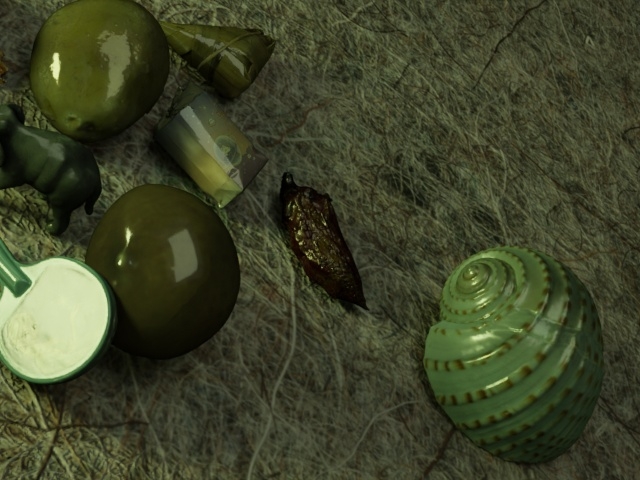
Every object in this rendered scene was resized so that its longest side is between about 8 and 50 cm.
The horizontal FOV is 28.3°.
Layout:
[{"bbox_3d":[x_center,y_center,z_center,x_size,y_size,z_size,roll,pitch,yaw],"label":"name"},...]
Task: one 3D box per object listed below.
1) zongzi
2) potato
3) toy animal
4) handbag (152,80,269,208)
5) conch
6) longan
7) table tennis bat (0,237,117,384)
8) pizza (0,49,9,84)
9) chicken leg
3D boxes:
[{"bbox_3d":[-0.165,-0.316,1.991,0.176,0.078,0.160,36,34,-6],"label":"zongzi"},{"bbox_3d":[-0.302,-0.237,1.734,0.178,0.160,0.235,3,59,8],"label":"potato"},{"bbox_3d":[-0.386,-0.108,1.555,0.269,0.137,0.082,35,41,-26],"label":"toy animal"},{"bbox_3d":[-0.166,-0.140,1.823,0.173,0.095,0.117,49,32,-9],"label":"handbag"},{"bbox_3d":[0.317,0.165,1.892,0.319,0.215,0.303,35,50,-12],"label":"conch"},{"bbox_3d":[-0.194,0.043,1.548,0.196,0.196,0.220,19,54,-30],"label":"longan"},{"bbox_3d":[-0.333,0.065,1.468,0.237,0.149,0.038,44,-3,26],"label":"table tennis bat"},{"bbox_3d":[-0.442,-0.241,1.717,0.037,0.016,0.083,2,51,-40],"label":"pizza"},{"bbox_3d":[0.000,0.000,1.866,0.105,0.063,0.234,-3,60,-38],"label":"chicken leg"}]
